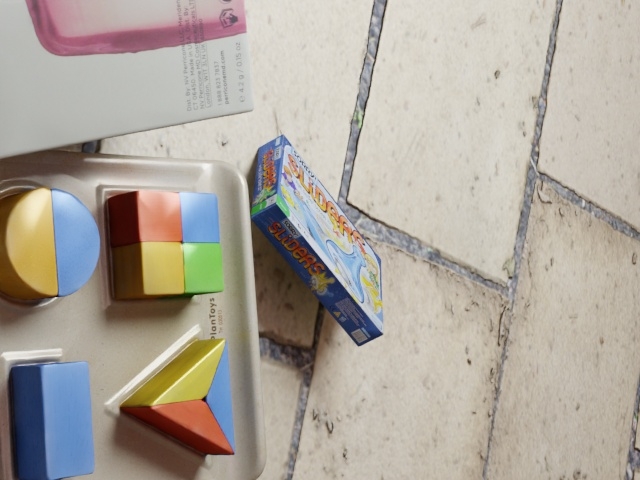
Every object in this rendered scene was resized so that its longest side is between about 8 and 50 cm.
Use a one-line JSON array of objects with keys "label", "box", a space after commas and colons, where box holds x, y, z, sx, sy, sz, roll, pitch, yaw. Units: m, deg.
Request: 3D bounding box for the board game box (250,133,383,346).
[{"label": "board game box", "box": [0.000, 0.000, 1.229, 0.201, 0.035, 0.136, 51, 22, -29]}]

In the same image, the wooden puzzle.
[{"label": "wooden puzzle", "box": [-0.189, 0.079, 1.005, 0.348, 0.080, 0.322, -1, 85, -41]}]

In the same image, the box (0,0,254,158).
[{"label": "box", "box": [-0.192, -0.162, 0.967, 0.232, 0.149, 0.126, -14, 112, -26]}]
